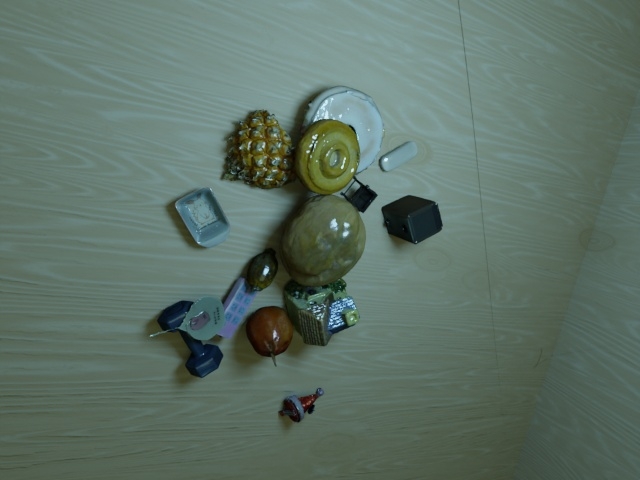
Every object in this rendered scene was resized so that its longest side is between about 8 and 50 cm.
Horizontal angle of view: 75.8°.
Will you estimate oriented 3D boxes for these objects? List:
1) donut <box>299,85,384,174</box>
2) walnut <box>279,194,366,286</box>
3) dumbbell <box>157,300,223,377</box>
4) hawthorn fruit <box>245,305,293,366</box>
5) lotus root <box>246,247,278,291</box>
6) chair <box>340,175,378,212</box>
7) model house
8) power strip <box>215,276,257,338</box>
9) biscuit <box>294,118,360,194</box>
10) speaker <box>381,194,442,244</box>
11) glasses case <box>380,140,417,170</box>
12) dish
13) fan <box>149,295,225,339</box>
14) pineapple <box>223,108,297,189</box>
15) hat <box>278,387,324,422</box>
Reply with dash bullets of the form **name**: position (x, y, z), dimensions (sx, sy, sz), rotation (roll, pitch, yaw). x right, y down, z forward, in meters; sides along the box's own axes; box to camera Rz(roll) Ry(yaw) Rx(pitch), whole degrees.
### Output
- **donut**: position (0.086, -0.451, 1.742), dimensions (0.382, 0.142, 0.383), rotation (-6, 105, -22)
- **walnut**: position (0.007, -0.012, 1.717), dimensions (0.383, 0.383, 0.384), rotation (-6, 105, -22)
- **dumbbell**: position (-0.530, 0.406, 1.695), dimensions (0.143, 0.156, 0.316), rotation (-17, 112, 13)
- **hawthorn fruit**: position (-0.210, 0.412, 1.765), dimensions (0.210, 0.262, 0.211), rotation (-10, 128, -13)
- **lotus root**: position (-0.243, 0.121, 1.750), dimensions (0.120, 0.120, 0.210), rotation (34, 60, -27)
- **chair**: position (0.194, -0.181, 1.821), dimensions (0.106, 0.113, 0.229), rotation (-51, 144, 6)
- **model house**: position (0.018, 0.298, 1.840), dimensions (0.321, 0.266, 0.261), rotation (-17, 113, -19)
- **power strip**: position (-0.363, 0.286, 1.756), dimensions (0.109, 0.037, 0.279), rotation (41, 74, -45)
- **biscuit**: position (0.037, -0.318, 1.596), dimensions (0.296, 0.102, 0.297), rotation (-17, 120, -32)
- **speaker**: position (0.426, -0.102, 1.928), dimensions (0.192, 0.231, 0.153), rotation (-25, 112, -16)
- **glasses case**: position (0.368, -0.395, 1.928), dimensions (0.204, 0.051, 0.081), rotation (-30, 112, -14)
- **dish**: position (-0.462, -0.087, 1.642), dimensions (0.154, 0.064, 0.234), rotation (-30, 112, -14)
- **fan**: position (-0.508, 0.324, 1.598), dimensions (0.310, 0.010, 0.182), rotation (-15, 103, -40)
- **pineapple**: position (-0.238, -0.302, 1.604), dimensions (0.286, 0.209, 0.344), rotation (-35, 115, -12)
- **hat**: position (-0.078, 0.800, 2.026), dimensions (0.227, 0.129, 0.140), rotation (-18, 152, -36)
